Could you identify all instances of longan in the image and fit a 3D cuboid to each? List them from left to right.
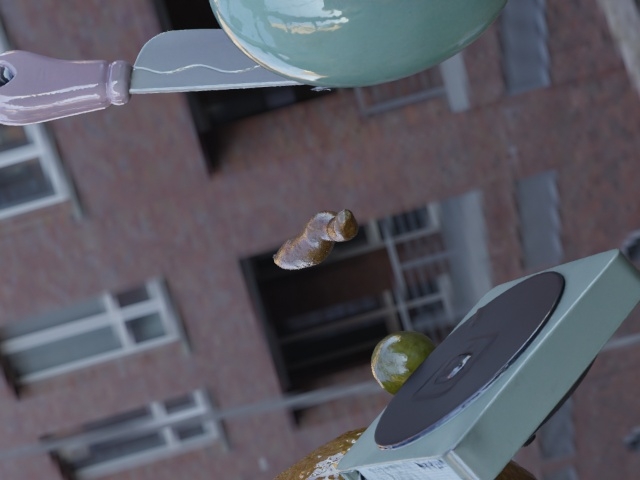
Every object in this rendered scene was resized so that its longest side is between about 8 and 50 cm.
[{"bbox_3d":[0.092,0.130,1.813,0.083,0.075,0.075,45,174,10],"label":"longan"}]

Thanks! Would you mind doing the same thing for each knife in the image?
[{"bbox_3d":[-0.143,-0.152,1.603,0.043,0.336,0.081,75,-167,-58],"label":"knife"}]

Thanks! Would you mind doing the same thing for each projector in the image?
[{"bbox_3d":[0.157,0.132,1.631,0.079,0.259,0.257,46,157,-9],"label":"projector"}]

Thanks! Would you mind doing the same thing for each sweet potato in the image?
[{"bbox_3d":[0.000,-0.004,1.637,0.179,0.044,0.044,-30,74,61],"label":"sweet potato"}]

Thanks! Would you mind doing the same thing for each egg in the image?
[{"bbox_3d":[0.032,-0.195,1.280,0.168,0.231,0.168,168,90,-76],"label":"egg"}]

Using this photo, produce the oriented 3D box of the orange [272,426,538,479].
[{"bbox_3d":[0.105,0.354,1.913,0.322,0.357,0.322,-174,90,-67],"label":"orange"}]
